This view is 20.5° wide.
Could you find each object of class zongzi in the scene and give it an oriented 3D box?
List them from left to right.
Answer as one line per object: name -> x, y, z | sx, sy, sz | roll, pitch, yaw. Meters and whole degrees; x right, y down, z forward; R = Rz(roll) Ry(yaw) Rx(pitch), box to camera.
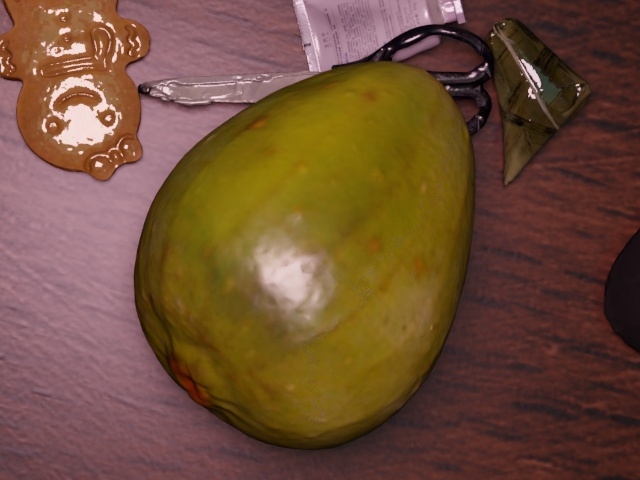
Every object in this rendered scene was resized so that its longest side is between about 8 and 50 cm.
zongzi -> 0.159, -0.121, 1.516 | 0.104, 0.052, 0.113 | 43, 97, 4

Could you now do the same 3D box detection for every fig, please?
fig -> 0.000, 0.000, 1.402 | 0.258, 0.258, 0.326 | 35, 66, -3

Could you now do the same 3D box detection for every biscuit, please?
biscuit -> -0.212, -0.144, 1.489 | 0.133, 0.027, 0.184 | 4, 88, -7

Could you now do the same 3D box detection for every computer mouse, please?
computer mouse -> 0.334, 0.005, 1.512 | 0.122, 0.073, 0.217 | 44, 83, -2

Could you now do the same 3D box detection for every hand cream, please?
hand cream -> 0.054, -0.183, 1.510 | 0.142, 0.053, 0.084 | -14, 89, 9

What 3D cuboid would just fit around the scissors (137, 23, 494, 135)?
scissors -> -0.003, -0.130, 1.490 | 0.300, 0.022, 0.109 | -1, 118, -4
